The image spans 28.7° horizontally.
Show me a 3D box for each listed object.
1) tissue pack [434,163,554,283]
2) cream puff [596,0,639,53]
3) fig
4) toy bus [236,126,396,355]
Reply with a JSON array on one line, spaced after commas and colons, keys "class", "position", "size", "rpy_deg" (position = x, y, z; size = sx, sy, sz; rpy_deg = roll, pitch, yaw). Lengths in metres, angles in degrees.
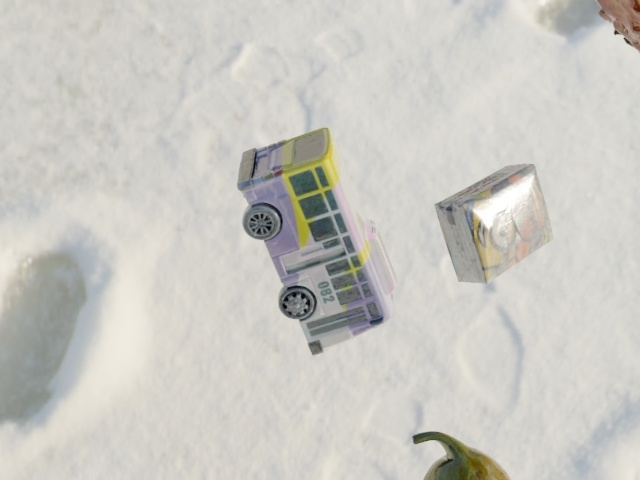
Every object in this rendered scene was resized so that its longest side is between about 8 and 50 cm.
[{"class": "tissue pack", "position": [0.125, -0.013, 0.886], "size": [0.083, 0.063, 0.035], "rpy_deg": [-30, 17, -36]}, {"class": "cream puff", "position": [0.342, -0.271, 0.922], "size": [0.351, 0.228, 0.350], "rpy_deg": [2, 68, -6]}, {"class": "fig", "position": [0.119, 0.203, 1.035], "size": [0.084, 0.082, 0.098], "rpy_deg": [-6, 95, 5]}, {"class": "toy bus", "position": [0.000, 0.000, 0.626], "size": [0.058, 0.102, 0.052], "rpy_deg": [-19, 24, 10]}]
